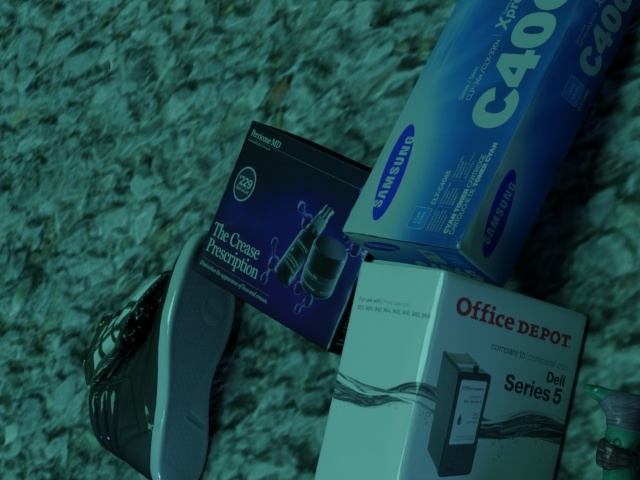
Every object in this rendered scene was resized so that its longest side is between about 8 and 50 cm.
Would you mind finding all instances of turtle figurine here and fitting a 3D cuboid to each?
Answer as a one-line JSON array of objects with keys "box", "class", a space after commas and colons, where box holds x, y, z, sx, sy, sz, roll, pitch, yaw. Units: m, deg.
[{"box": [0.233, 0.244, 1.523, 0.175, 0.118, 0.234, 97, -172, -84], "class": "turtle figurine"}]

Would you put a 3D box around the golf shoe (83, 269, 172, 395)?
[{"box": [-0.230, 0.104, 2.126, 0.198, 0.077, 0.094, -56, 42, 17], "class": "golf shoe"}]

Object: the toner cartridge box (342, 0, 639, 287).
[{"box": [0.168, -0.132, 1.689, 0.165, 0.075, 0.348, 9, 67, 51], "class": "toner cartridge box"}]

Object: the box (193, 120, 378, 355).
[{"box": [0.000, 0.000, 1.884, 0.261, 0.103, 0.184, 27, 94, 50], "class": "box"}]

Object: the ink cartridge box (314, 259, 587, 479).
[{"box": [0.113, 0.171, 1.613, 0.115, 0.198, 0.273, 6, 81, 50], "class": "ink cartridge box"}]

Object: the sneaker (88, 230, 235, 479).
[{"box": [-0.189, 0.127, 2.029, 0.147, 0.104, 0.296, 12, 94, 42], "class": "sneaker"}]
